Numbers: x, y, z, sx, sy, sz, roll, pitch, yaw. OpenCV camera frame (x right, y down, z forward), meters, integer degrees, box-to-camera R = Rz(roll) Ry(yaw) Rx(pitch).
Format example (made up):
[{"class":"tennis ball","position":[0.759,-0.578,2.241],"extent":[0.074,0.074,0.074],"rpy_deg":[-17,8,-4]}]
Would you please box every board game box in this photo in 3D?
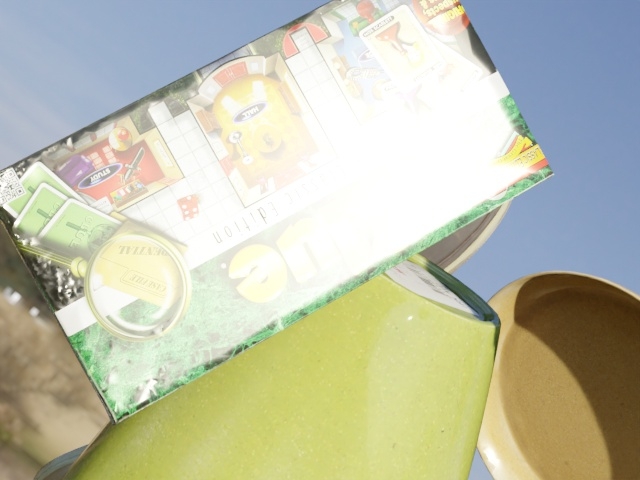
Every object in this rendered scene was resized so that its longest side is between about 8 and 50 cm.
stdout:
[{"class":"board game box","position":[-0.022,-0.030,0.754],"extent":[0.136,0.259,0.030],"rpy_deg":[61,-14,-3]}]

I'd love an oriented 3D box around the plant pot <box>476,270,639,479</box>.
[{"class":"plant pot","position":[0.210,0.132,1.140],"extent":[0.236,0.032,0.236],"rpy_deg":[20,-61,39]}]

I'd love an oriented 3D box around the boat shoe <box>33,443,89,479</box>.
[{"class":"boat shoe","position":[-0.108,0.229,1.287],"extent":[0.089,0.285,0.105],"rpy_deg":[-93,180,-53]}]

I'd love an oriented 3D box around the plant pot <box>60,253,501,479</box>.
[{"class":"plant pot","position":[-0.014,0.142,0.989],"extent":[0.274,0.294,0.275],"rpy_deg":[28,10,-6]}]

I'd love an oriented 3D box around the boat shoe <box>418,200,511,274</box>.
[{"class":"boat shoe","position":[0.000,0.000,1.235],"extent":[0.132,0.355,0.130],"rpy_deg":[63,14,25]}]
